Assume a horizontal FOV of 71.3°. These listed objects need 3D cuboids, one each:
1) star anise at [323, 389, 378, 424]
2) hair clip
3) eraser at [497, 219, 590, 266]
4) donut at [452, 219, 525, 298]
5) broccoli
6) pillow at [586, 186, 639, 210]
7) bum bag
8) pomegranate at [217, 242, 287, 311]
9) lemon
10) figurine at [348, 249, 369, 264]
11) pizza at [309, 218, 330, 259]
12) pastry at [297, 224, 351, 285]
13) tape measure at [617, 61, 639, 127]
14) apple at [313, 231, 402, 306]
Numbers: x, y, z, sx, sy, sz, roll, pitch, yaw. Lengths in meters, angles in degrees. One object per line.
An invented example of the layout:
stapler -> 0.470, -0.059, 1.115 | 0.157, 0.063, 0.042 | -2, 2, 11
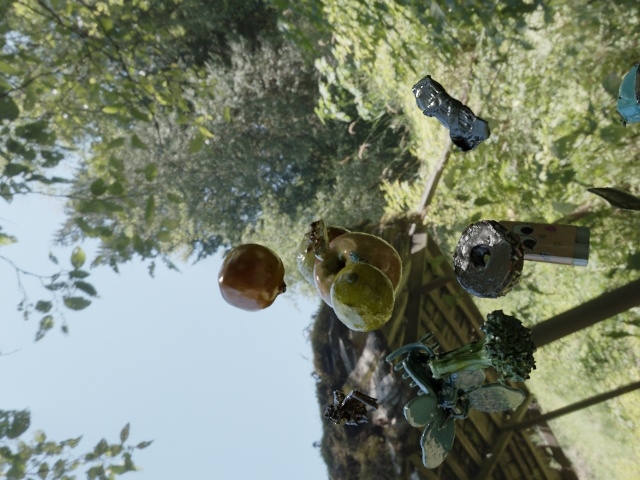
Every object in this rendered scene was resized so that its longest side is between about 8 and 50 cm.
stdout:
star anise -> 0.143, 0.721, 1.935 | 0.237, 0.346, 0.148 | -3, -107, -27
hair clip -> 0.393, 0.481, 1.457 | 0.318, 0.392, 0.238 | 49, -176, -30
eraser -> 0.743, 0.008, 1.513 | 0.171, 0.291, 0.087 | -57, -37, -39
donut -> 0.554, 0.062, 1.473 | 0.103, 0.269, 0.269 | 5, -130, -30
broccoli -> 0.438, 0.285, 1.212 | 0.198, 0.275, 0.177 | -40, -77, -47
pillow -> 0.829, -0.113, 1.224 | 0.217, 0.130, 0.033 | -74, -10, -68
bum bag -> 0.384, -0.384, 1.356 | 0.326, 0.080, 0.142 | 54, 162, 32
pomegranate -> -0.252, 0.141, 1.693 | 0.264, 0.264, 0.264 | 47, -157, -28
lemon -> 0.165, 0.221, 1.737 | 0.260, 0.260, 0.284 | -74, -37, -63
figurine -> 0.158, 0.089, 1.847 | 0.106, 0.060, 0.047 | 48, -162, 16
pizza -> -0.003, 0.000, 1.542 | 0.246, 0.058, 0.127 | -97, -6, -54
pastry -> 0.066, 0.081, 2.429 | 0.389, 0.312, 0.388 | 23, -141, -20
tape measure -> 0.677, -0.306, 0.893 | 0.081, 0.125, 0.146 | 31, -113, -28
apple -> 0.182, 0.151, 2.066 | 0.346, 0.391, 0.391 | 25, -142, -43
